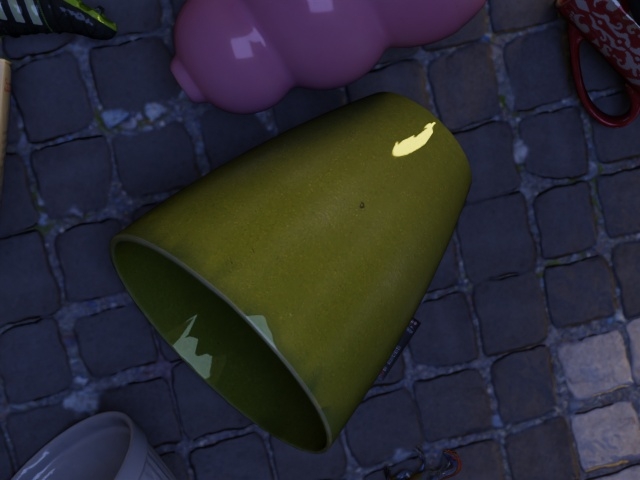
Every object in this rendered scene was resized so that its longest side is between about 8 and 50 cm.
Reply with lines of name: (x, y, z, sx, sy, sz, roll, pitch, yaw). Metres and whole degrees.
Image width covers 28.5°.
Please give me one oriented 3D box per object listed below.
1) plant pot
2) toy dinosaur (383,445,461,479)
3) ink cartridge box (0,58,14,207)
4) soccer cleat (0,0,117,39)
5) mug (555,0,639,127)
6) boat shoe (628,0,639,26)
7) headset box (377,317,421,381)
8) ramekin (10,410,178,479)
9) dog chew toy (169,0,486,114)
plant pot: (0.000, 0.000, 1.195, 0.293, 0.275, 0.275, -46, 104, -20)
toy dinosaur: (0.110, 0.254, 1.354, 0.082, 0.047, 0.090, 1, 129, -22)
ink cartridge box: (-0.334, -0.067, 1.149, 0.086, 0.148, 0.203, 5, 94, -11)
soccer cleat: (-0.282, -0.218, 1.195, 0.179, 0.060, 0.072, 21, 101, -8)
mug: (0.324, -0.206, 1.303, 0.169, 0.113, 0.150, 41, 85, -11)
boat shoe: (0.457, -0.377, 1.263, 0.187, 0.156, 0.500, 48, 62, -22)
headset box: (0.055, 0.102, 1.316, 0.062, 0.032, 0.083, 35, 86, -14)
ramekin: (-0.221, 0.273, 1.190, 0.207, 0.207, 0.109, -43, 112, -5)
dog chew toy: (0.005, -0.239, 1.188, 0.332, 0.206, 0.207, -33, 102, 1)
